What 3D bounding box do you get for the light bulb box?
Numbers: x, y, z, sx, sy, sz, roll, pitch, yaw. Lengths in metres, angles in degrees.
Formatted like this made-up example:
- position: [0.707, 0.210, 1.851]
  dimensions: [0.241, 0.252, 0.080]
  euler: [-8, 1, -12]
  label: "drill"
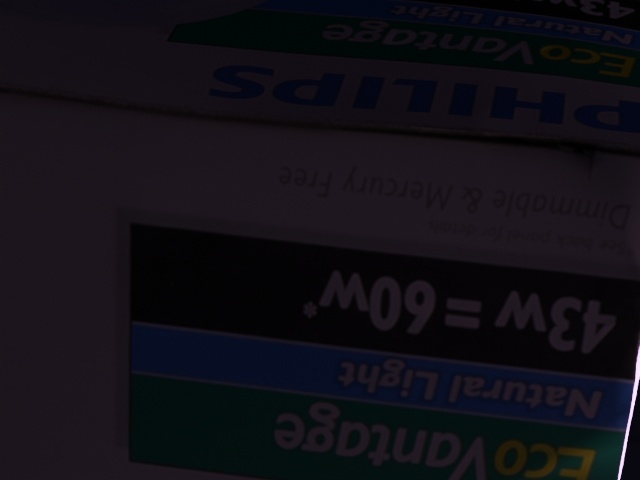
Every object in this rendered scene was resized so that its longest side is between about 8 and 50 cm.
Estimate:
- position: [-0.027, -0.033, 0.754]
  dimensions: [0.361, 0.358, 0.225]
  euler: [-71, 166, -62]
  label: "light bulb box"
